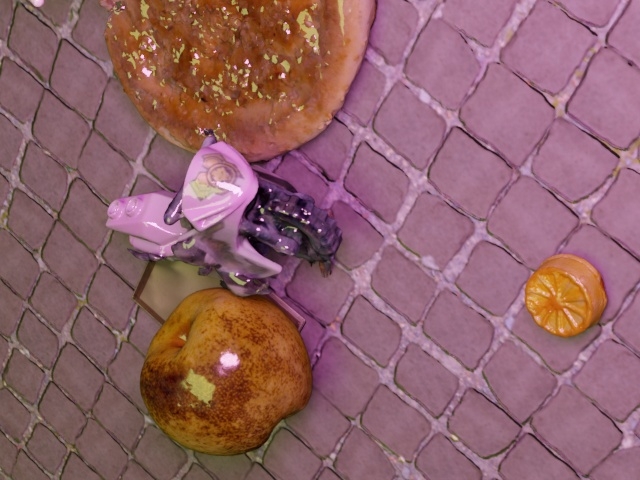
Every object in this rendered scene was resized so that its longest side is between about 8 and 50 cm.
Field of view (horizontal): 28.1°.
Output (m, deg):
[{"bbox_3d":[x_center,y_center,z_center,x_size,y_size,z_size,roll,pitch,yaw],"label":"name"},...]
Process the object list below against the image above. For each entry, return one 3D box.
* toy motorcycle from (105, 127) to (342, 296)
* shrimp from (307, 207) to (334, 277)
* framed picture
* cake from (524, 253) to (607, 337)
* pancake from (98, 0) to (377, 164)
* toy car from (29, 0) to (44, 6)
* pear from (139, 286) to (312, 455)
[{"bbox_3d":[-0.130,-0.032,1.439,0.327,0.143,0.188,-2,150,47],"label":"toy motorcycle"},{"bbox_3d":[-0.003,0.001,1.474,0.038,0.029,0.092,19,124,28],"label":"shrimp"},{"bbox_3d":[-0.135,0.086,1.618,0.231,0.010,0.173,41,128,15],"label":"framed picture"},{"bbox_3d":[0.251,0.056,1.304,0.084,0.044,0.084,15,117,32],"label":"cake"},{"bbox_3d":[-0.112,-0.258,1.414,0.382,0.071,0.382,14,117,30],"label":"pancake"},{"bbox_3d":[-0.292,-0.377,1.363,0.212,0.180,0.270,-67,29,25],"label":"toy car"},{"bbox_3d":[-0.105,0.159,1.502,0.197,0.197,0.197,15,118,30],"label":"pear"}]
